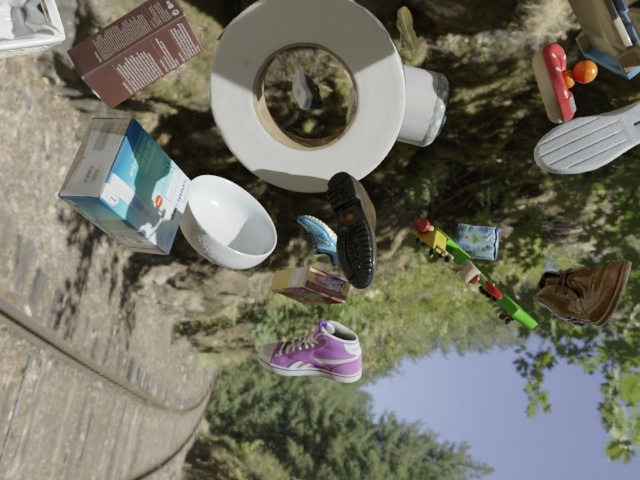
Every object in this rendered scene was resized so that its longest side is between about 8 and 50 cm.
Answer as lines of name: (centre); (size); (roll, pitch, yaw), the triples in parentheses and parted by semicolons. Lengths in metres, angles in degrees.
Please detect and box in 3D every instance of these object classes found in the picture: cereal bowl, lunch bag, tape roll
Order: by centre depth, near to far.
tape roll: (-0.027, -0.286, 1.144); (0.072, 0.391, 0.392); (-69, 173, -63)
cereal bowl: (-0.310, -0.039, 1.841); (0.141, 0.338, 0.339); (-46, -155, 28)
lunch bag: (0.499, 0.014, 1.855); (0.151, 0.128, 0.096); (63, 38, -58)

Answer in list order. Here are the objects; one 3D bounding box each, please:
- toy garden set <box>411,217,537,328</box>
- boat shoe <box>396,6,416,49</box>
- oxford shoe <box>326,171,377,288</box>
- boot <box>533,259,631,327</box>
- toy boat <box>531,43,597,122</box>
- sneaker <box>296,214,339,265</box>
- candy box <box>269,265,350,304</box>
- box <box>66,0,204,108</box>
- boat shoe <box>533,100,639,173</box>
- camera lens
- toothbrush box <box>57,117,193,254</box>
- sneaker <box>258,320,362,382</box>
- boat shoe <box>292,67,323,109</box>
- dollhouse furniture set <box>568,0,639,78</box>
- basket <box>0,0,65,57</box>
toy garden set: (0.280, 0.066, 1.109); (0.049, 0.203, 0.244); (-47, -132, 11)
boat shoe: (0.244, -0.620, 1.708); (0.153, 0.048, 0.056); (45, 59, -60)
oxford shoe: (0.079, -0.016, 1.110); (0.082, 0.096, 0.227); (-18, -112, 32)
boot: (0.491, 0.096, 1.115); (0.112, 0.115, 0.305); (-62, 169, -14)
toy boat: (0.669, -0.441, 1.581); (0.151, 0.151, 0.231); (48, 34, -44)
sneaker: (0.000, 0.000, 1.429); (0.073, 0.162, 0.063); (-48, -173, -5)
candy box: (-0.027, 0.105, 1.327); (0.186, 0.109, 0.053); (-10, -122, 61)
box: (-0.595, -0.618, 1.901); (0.143, 0.381, 0.191); (54, -4, 20)
boat shoe: (0.642, -0.228, 1.324); (0.119, 0.335, 0.121); (63, 8, -82)
camera lens: (0.232, -0.410, 1.736); (0.219, 0.274, 0.220); (-168, -90, -85)
toothbrush box: (-0.457, -0.123, 1.413); (0.295, 0.126, 0.217); (60, 40, -59)
sneaker: (-0.031, 0.265, 1.505); (0.102, 0.281, 0.161); (-67, 156, -57)
boat shoe: (-0.037, -0.485, 1.882); (0.229, 0.076, 0.080); (-110, -146, -53)
dollhouse furniture set: (0.489, -0.414, 0.873); (0.198, 0.286, 0.303); (-39, -150, 13)
basket: (-0.512, -0.348, 0.916); (0.103, 0.167, 0.113); (0, -72, 50)
